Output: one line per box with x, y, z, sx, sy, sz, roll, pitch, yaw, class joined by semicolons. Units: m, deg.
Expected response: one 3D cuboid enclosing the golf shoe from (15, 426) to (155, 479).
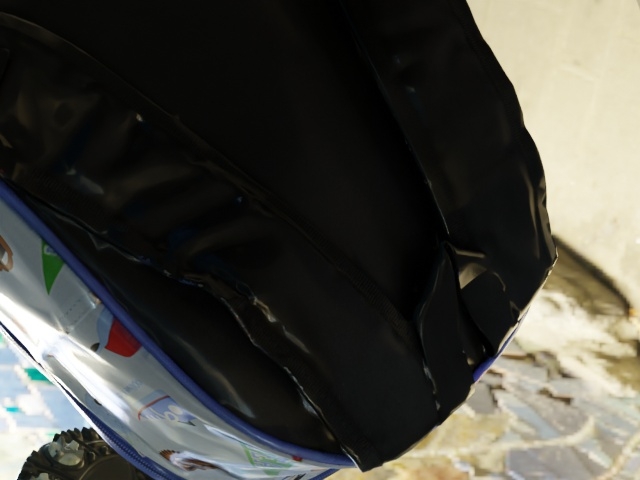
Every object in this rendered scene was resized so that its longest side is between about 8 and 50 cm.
-0.173;0.218;0.707;0.120;0.105;0.273;-59;2;25;golf shoe

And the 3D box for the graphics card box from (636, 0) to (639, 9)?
0.305;-0.084;0.756;0.233;0.094;0.371;25;-132;-73;graphics card box

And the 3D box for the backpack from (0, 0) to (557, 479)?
-0.040;-0.017;0.508;0.263;0.276;0.213;48;150;5;backpack
